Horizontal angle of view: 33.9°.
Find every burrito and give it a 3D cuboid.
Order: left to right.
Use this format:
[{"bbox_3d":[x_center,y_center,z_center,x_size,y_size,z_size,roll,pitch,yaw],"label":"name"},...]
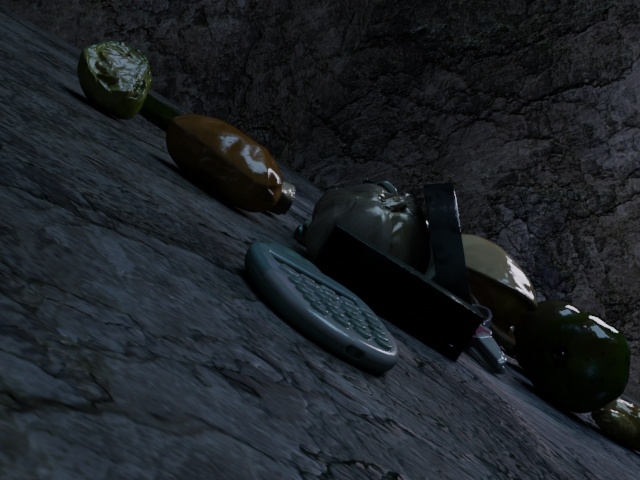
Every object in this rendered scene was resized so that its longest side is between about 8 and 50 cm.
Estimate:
[{"bbox_3d":[-0.128,-0.102,2.032,0.226,0.087,0.060,23,53,-47],"label":"burrito"}]

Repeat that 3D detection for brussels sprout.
[{"bbox_3d":[-0.414,-0.312,2.090,0.149,0.122,0.151,25,40,-5],"label":"brussels sprout"}]

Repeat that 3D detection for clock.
[{"bbox_3d":[0.000,0.000,1.957,0.101,0.041,0.135,33,5,11],"label":"clock"},{"bbox_3d":[0.222,0.036,1.810,0.055,0.280,0.280,-9,0,7],"label":"clock"}]

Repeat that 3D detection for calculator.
[{"bbox_3d":[-0.003,0.071,1.218,0.184,0.042,0.295,30,8,-22],"label":"calculator"}]

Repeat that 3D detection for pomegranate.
[{"bbox_3d":[0.482,0.225,1.912,0.187,0.187,0.225,35,7,36],"label":"pomegranate"}]

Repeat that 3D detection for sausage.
[{"bbox_3d":[-0.167,-0.139,1.853,0.241,0.120,0.136,34,20,20],"label":"sausage"}]

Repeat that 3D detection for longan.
[{"bbox_3d":[0.464,0.215,2.100,0.159,0.204,0.185,-19,75,-33],"label":"longan"}]

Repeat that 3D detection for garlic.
[{"bbox_3d":[0.088,-0.013,1.792,0.228,0.152,0.228,12,39,-10],"label":"garlic"}]

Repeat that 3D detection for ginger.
[{"bbox_3d":[0.578,0.343,1.933,0.205,0.081,0.115,24,-10,-14],"label":"ginger"}]

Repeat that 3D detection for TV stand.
[{"bbox_3d":[0.117,0.078,1.638,0.269,0.088,0.083,31,5,-3],"label":"TV stand"}]

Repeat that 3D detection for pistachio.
[{"bbox_3d":[0.309,0.090,2.103,0.187,0.187,0.299,29,6,-32],"label":"pistachio"}]

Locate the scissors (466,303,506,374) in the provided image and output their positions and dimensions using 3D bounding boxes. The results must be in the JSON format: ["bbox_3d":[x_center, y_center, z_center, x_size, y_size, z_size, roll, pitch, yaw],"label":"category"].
[{"bbox_3d":[0.276,0.172,1.870,0.118,0.030,0.242,-3,23,-11],"label":"scissors"}]

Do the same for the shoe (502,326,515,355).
[{"bbox_3d":[0.366,0.178,2.309,0.227,0.125,0.099,55,33,-22],"label":"shoe"}]

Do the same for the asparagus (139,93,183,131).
[{"bbox_3d":[-0.342,-0.276,2.527,0.278,0.060,0.067,35,25,30],"label":"asparagus"}]

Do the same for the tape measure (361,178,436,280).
[{"bbox_3d":[0.122,-0.004,2.035,0.246,0.125,0.243,43,-11,-10],"label":"tape measure"}]

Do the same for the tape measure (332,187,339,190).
[{"bbox_3d":[0.120,-0.023,2.463,0.265,0.130,0.258,34,7,21],"label":"tape measure"}]
